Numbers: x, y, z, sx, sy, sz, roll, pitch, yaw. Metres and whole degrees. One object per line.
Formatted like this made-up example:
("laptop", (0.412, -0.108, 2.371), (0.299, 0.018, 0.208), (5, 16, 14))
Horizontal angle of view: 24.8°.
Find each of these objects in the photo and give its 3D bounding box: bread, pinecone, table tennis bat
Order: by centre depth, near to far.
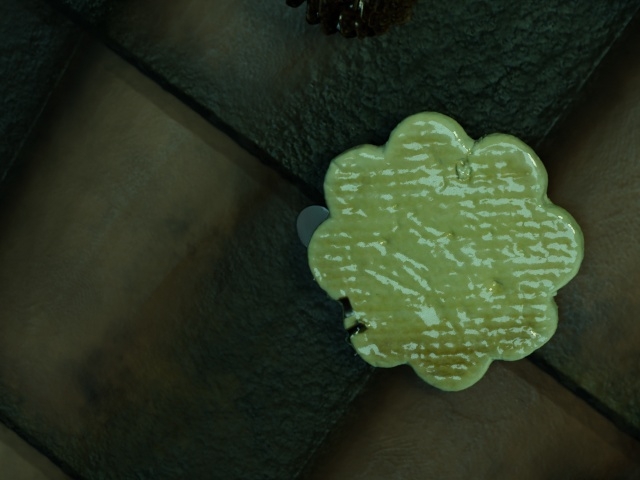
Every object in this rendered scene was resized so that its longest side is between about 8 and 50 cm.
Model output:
("pinecone", (0.022, -0.294, 1.502), (0.165, 0.163, 0.163), (29, 112, 29))
("bread", (0.131, 0.010, 1.594), (0.316, 0.054, 0.316), (5, 106, 17))
("table tennis bat", (0.000, 0.000, 1.660), (0.050, 0.007, 0.083), (-10, 99, 19))
